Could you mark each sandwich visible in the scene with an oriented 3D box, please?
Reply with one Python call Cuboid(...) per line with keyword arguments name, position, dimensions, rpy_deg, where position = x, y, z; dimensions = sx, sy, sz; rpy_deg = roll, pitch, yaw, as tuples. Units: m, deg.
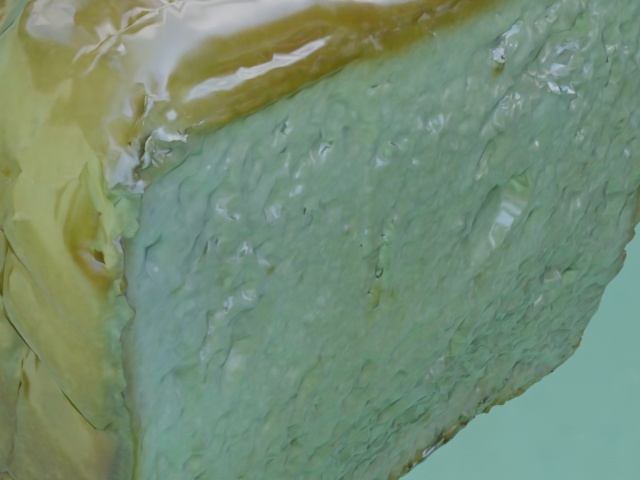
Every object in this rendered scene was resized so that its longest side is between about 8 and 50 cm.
Cuboid(name="sandwich", position=(0.001, 0.000, 0.539), dimensions=(0.087, 0.226, 0.251), rpy_deg=(31, 44, 28))
